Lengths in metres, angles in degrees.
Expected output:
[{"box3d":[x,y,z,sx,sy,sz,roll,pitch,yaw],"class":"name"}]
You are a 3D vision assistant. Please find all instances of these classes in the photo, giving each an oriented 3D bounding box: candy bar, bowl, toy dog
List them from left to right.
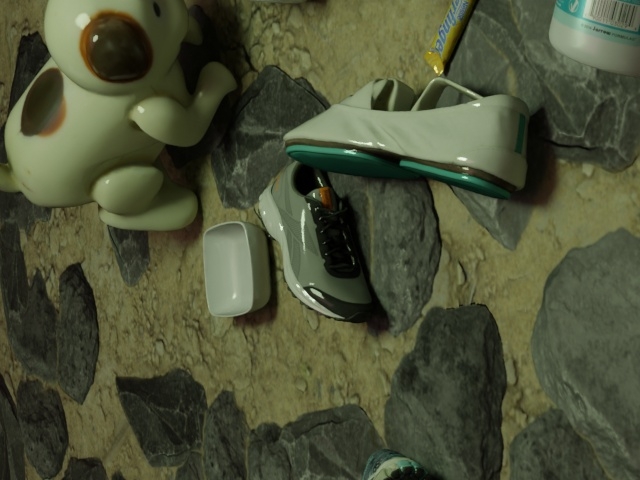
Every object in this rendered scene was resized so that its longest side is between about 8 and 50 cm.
[{"box3d":[-0.330,-0.248,2.228,0.408,0.395,0.285,112,149,-46],"class":"toy dog"},{"box3d":[-0.119,0.042,2.217,0.142,0.053,0.142,-11,84,58],"class":"bowl"},{"box3d":[0.165,-0.276,1.784,0.040,0.018,0.161,56,137,38],"class":"candy bar"}]

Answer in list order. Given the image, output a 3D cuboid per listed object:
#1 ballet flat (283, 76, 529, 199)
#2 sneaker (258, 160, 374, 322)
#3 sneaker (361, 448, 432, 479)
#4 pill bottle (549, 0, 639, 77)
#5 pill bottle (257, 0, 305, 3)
[{"box3d":[0.111,-0.135,1.803,0.400,0.139,0.139,12,103,52],"class":"ballet flat"},{"box3d":[0.000,0.000,1.992,0.108,0.100,0.271,-56,47,35],"class":"sneaker"},{"box3d":[0.089,0.403,1.906,0.122,0.110,0.283,-136,52,-69],"class":"sneaker"},{"box3d":[0.319,-0.299,1.427,0.146,0.146,0.264,38,123,49],"class":"pill bottle"},{"box3d":[-0.081,-0.473,2.016,0.161,0.161,0.283,25,113,54],"class":"pill bottle"}]
